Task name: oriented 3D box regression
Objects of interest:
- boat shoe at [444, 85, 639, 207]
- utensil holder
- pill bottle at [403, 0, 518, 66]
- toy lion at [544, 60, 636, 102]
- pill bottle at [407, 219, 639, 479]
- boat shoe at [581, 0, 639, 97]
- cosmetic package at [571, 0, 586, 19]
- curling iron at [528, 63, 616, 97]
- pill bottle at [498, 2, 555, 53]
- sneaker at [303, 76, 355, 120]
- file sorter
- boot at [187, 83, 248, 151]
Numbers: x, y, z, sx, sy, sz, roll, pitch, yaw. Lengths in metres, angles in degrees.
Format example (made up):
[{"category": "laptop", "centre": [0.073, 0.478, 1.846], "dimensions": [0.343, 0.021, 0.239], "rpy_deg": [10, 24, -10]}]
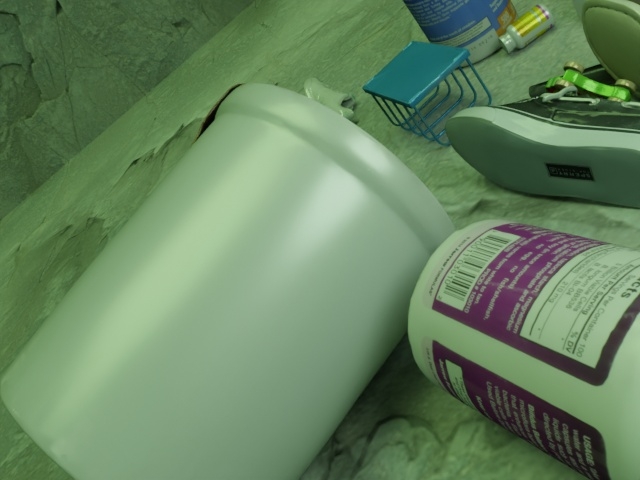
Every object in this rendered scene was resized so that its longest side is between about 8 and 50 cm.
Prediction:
[{"category": "boat shoe", "centre": [0.282, -0.122, 0.725], "dimensions": [0.105, 0.113, 0.306], "rpy_deg": [-45, 31, -18]}, {"category": "utensil holder", "centre": [-0.086, 0.084, 0.690], "dimensions": [0.385, 0.327, 0.327], "rpy_deg": [-53, 31, -13]}, {"category": "pill bottle", "centre": [0.208, -0.443, 1.071], "dimensions": [0.152, 0.272, 0.152], "rpy_deg": [-30, 32, 21]}, {"category": "toy lion", "centre": [0.328, -0.179, 0.782], "dimensions": [0.100, 0.096, 0.034], "rpy_deg": [27, 91, 19]}, {"category": "pill bottle", "centre": [0.217, 0.089, 0.465], "dimensions": [0.169, 0.169, 0.301], "rpy_deg": [-49, 30, -11]}, {"category": "boat shoe", "centre": [0.406, -0.201, 0.668], "dimensions": [0.097, 0.116, 0.324], "rpy_deg": [-30, 38, 2]}, {"category": "cosmetic package", "centre": [0.487, -0.423, 0.927], "dimensions": [0.239, 0.060, 0.099], "rpy_deg": [-44, 28, -4]}, {"category": "curling iron", "centre": [0.399, -0.226, 0.797], "dimensions": [0.274, 0.035, 0.068], "rpy_deg": [-16, 35, 38]}, {"category": "pill bottle", "centre": [0.330, -0.340, 1.021], "dimensions": [0.083, 0.043, 0.043], "rpy_deg": [-35, 30, 12]}, {"category": "sneaker", "centre": [0.024, -0.283, 1.303], "dimensions": [0.094, 0.080, 0.212], "rpy_deg": [-24, 39, 8]}, {"category": "file sorter", "centre": [0.170, -0.234, 1.013], "dimensions": [0.118, 0.104, 0.170], "rpy_deg": [-42, 30, -1]}, {"category": "boot", "centre": [-0.110, -0.041, 0.901], "dimensions": [0.096, 0.280, 0.264], "rpy_deg": [30, 83, 24]}]
